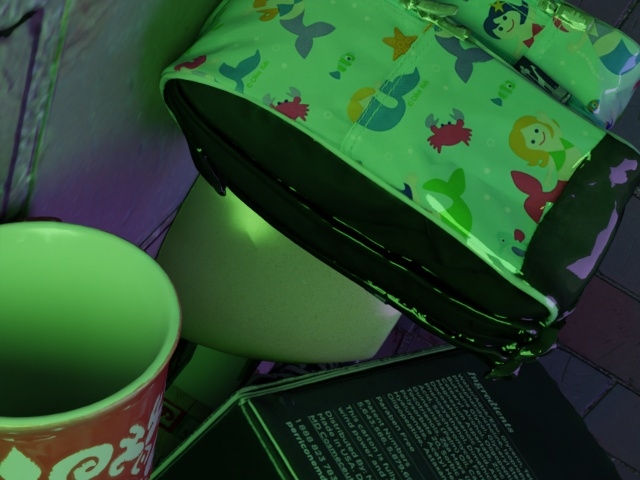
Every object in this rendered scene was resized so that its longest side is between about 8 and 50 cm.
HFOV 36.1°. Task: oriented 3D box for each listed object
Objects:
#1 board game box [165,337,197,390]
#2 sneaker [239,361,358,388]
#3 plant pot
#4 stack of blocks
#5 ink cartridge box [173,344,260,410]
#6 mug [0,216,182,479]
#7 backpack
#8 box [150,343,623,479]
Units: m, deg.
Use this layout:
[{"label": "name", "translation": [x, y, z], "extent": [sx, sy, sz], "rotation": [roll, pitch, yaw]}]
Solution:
[{"label": "board game box", "translation": [-0.168, 0.134, 0.979], "extent": [0.186, 0.026, 0.126], "rotation": [-54, 174, -49]}, {"label": "sneaker", "translation": [-0.021, 0.157, 1.149], "extent": [0.282, 0.099, 0.153], "rotation": [-53, 174, -23]}, {"label": "plant pot", "translation": [0.000, 0.000, 0.880], "extent": [0.284, 0.191, 0.284], "rotation": [-58, 175, -9]}, {"label": "stack of blocks", "translation": [-0.198, 0.290, 1.286], "extent": [0.297, 0.087, 0.171], "rotation": [-62, 175, 35]}, {"label": "ink cartridge box", "translation": [-0.081, 0.078, 1.161], "extent": [0.208, 0.087, 0.153], "rotation": [-53, 173, -49]}, {"label": "mug", "translation": [-0.118, 0.081, 0.444], "extent": [0.150, 0.113, 0.169], "rotation": [-65, 169, -51]}, {"label": "backpack", "translation": [0.042, -0.062, 0.562], "extent": [0.191, 0.253, 0.225], "rotation": [-62, 173, -10]}, {"label": "box", "translation": [0.006, 0.357, 0.999], "extent": [0.480, 0.297, 0.471], "rotation": [-46, 157, 30]}]
